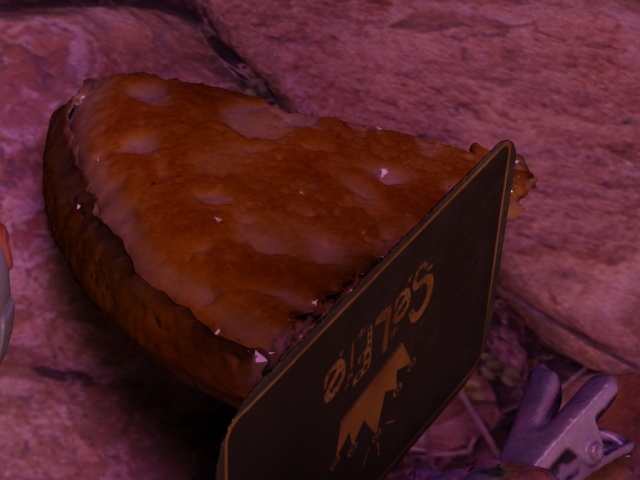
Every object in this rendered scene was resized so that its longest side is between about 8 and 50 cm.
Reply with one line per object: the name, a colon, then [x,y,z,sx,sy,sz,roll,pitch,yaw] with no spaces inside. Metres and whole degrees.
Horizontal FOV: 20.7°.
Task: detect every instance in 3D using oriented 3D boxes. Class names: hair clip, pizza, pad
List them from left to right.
pizza: [0.000,0.000,1.365,0.406,0.130,0.440,-3,32,-24]
pad: [0.061,0.088,1.189,0.063,0.315,0.375,24,46,24]
hair clip: [0.134,0.181,1.292,0.137,0.090,0.278,5,28,40]

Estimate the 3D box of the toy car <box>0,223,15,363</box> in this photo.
toy car: [-0.342,0.003,1.244,0.270,0.180,0.212,14,36,-5]
